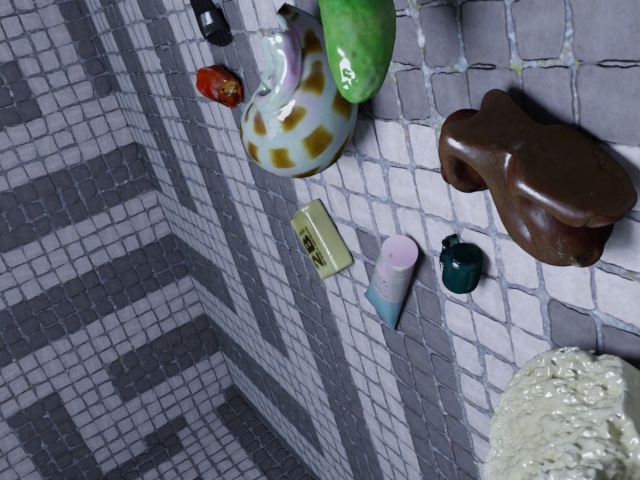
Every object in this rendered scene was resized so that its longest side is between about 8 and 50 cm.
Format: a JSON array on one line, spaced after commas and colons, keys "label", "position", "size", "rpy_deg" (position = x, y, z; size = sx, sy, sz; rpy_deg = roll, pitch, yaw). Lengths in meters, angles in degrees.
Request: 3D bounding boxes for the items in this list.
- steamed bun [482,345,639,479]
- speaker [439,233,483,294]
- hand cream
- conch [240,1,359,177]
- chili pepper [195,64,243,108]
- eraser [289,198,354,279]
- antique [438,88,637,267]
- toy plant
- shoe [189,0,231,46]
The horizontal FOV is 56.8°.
[{"label": "steamed bun", "position": [0.348, 0.284, 0.761], "size": [0.290, 0.273, 0.273], "rpy_deg": [130, 154, -63]}, {"label": "speaker", "position": [0.216, 0.035, 0.953], "size": [0.094, 0.060, 0.075], "rpy_deg": [45, 151, 37]}, {"label": "hand cream", "position": [0.142, 0.093, 1.201], "size": [0.111, 0.070, 0.312], "rpy_deg": [52, 163, 20]}, {"label": "conch", "position": [-0.035, -0.231, 1.038], "size": [0.368, 0.197, 0.250], "rpy_deg": [142, 136, -72]}, {"label": "chili pepper", "position": [-0.269, -0.400, 1.493], "size": [0.192, 0.084, 0.086], "rpy_deg": [40, 116, 38]}, {"label": "eraser", "position": [0.000, 0.000, 1.383], "size": [0.172, 0.058, 0.117], "rpy_deg": [62, 157, 4]}, {"label": "antique", "position": [0.241, -0.074, 0.716], "size": [0.257, 0.121, 0.143], "rpy_deg": [42, 159, 27]}, {"label": "toy plant", "position": [-0.014, -0.380, 0.724], "size": [0.356, 0.210, 0.317], "rpy_deg": [31, 109, 16]}, {"label": "shoe", "position": [-0.259, -0.520, 1.359], "size": [0.160, 0.062, 0.053], "rpy_deg": [63, 170, 10]}]
